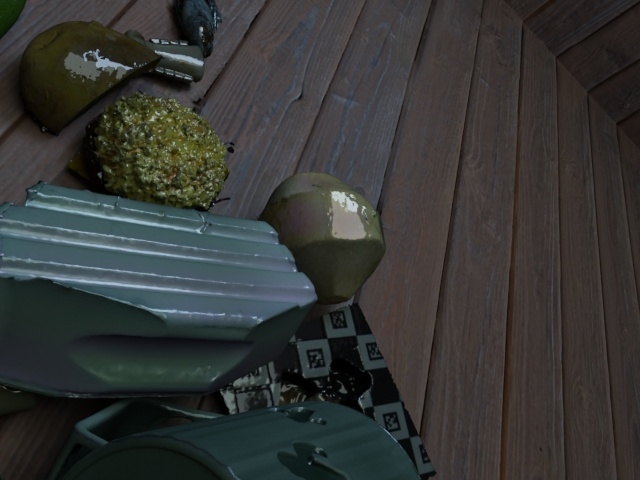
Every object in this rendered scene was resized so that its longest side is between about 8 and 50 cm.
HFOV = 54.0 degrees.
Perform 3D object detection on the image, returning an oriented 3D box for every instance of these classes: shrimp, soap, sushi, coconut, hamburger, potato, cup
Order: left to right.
[{"bbox_3d":[-0.364,-0.287,0.985,0.138,0.098,0.243,51,52,-16],"label":"potato"},{"bbox_3d":[-0.226,0.069,0.832,0.446,0.156,0.261,10,31,-40],"label":"soap"},{"bbox_3d":[-0.249,-0.134,1.007,0.243,0.139,0.261,40,45,-17],"label":"hamburger"},{"bbox_3d":[-0.247,-0.463,1.267,0.090,0.079,0.232,-9,60,-6],"label":"shrimp"},{"bbox_3d":[-0.112,0.331,0.683,0.392,0.401,0.310,33,56,-64],"label":"cup"},{"bbox_3d":[0.000,0.000,1.102,0.197,0.237,0.236,5,62,-36],"label":"coconut"},{"bbox_3d":[0.001,0.303,1.038,0.320,0.069,0.339,-19,79,-39],"label":"sushi"}]

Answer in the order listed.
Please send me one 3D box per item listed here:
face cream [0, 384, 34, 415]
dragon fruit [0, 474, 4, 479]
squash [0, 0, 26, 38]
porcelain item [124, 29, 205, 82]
[{"bbox_3d":[-0.444,0.177,0.696,0.224,0.070,0.114,-3,67,-35],"label":"face cream"},{"bbox_3d":[-0.364,0.310,0.599,0.182,0.182,0.188,52,40,-5],"label":"dragon fruit"},{"bbox_3d":[-0.512,-0.324,0.910,0.101,0.101,0.378,33,45,-25],"label":"squash"},{"bbox_3d":[-0.316,-0.334,1.130,0.213,0.054,0.084,-1,67,-39],"label":"porcelain item"}]
